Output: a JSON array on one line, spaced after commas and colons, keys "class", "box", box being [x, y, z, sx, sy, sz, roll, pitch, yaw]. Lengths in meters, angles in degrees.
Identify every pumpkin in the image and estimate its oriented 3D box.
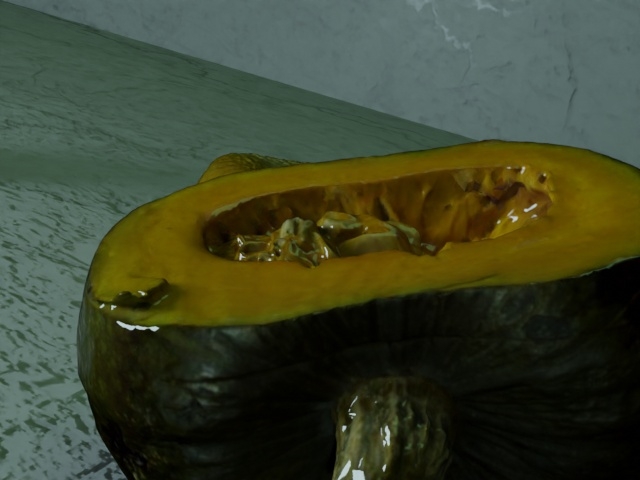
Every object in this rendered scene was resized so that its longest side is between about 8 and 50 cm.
[{"class": "pumpkin", "box": [0.039, 0.052, 0.548, 0.317, 0.139, 0.222, -3, 26, 3]}]

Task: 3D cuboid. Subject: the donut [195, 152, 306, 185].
[{"class": "donut", "box": [-0.001, -0.001, 0.992, 0.278, 0.108, 0.277, 14, 13, -3]}]
